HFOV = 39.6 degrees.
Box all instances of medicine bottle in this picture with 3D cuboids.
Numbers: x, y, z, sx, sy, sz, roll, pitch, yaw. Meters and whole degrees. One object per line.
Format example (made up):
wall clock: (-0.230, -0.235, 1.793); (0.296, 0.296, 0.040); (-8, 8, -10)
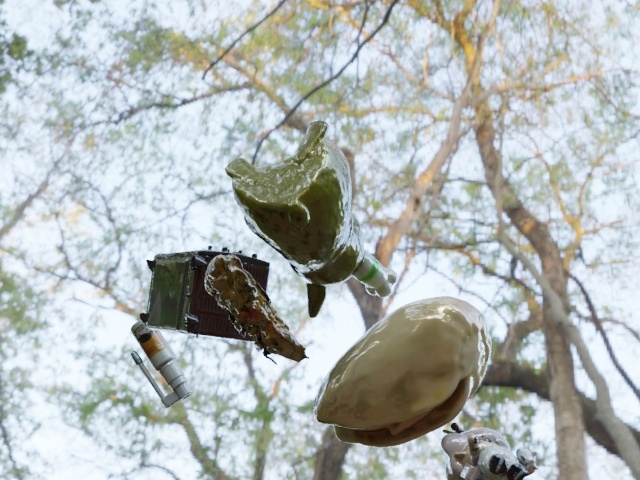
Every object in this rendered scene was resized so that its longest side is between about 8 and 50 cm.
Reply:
medicine bottle: (-0.396, 0.297, 2.164); (0.220, 0.092, 0.061); (53, -17, 16)

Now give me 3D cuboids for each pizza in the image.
pizza: (-0.124, 0.124, 1.490); (0.226, 0.069, 0.147); (56, -29, -9)

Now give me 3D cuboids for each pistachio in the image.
pistachio: (0.130, 0.212, 1.433); (0.318, 0.214, 0.193); (-32, -51, 14)

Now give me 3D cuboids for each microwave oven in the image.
microwave oven: (-0.237, 0.107, 1.823); (0.178, 0.188, 0.247); (9, -6, -32)

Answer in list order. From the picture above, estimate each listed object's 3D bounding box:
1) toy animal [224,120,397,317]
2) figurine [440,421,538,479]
toy animal: (-0.009, -0.017, 1.376); (0.181, 0.180, 0.363); (-28, -30, 0)
figurine: (0.247, 0.337, 1.334); (0.137, 0.112, 0.229); (21, -11, -2)
